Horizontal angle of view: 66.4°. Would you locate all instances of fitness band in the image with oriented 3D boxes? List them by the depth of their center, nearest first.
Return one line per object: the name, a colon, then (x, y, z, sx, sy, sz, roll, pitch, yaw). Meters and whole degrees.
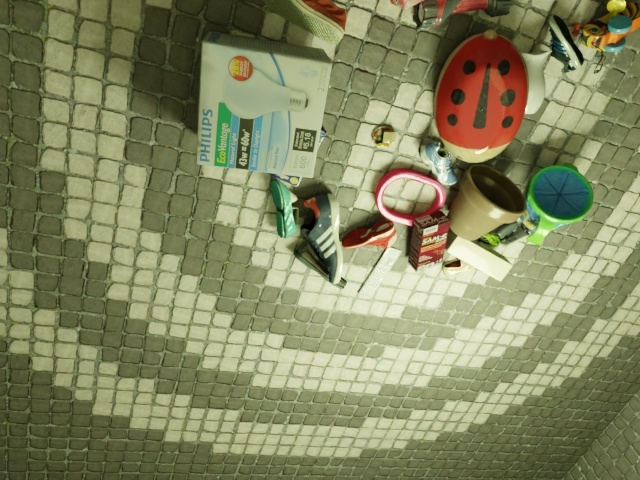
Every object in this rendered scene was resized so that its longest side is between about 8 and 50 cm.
fitness band: (0.344, -0.164, 1.881, 0.290, 0.054, 0.209, 14, 117, -22)

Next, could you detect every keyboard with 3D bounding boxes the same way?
keyboard: (0.251, 0.137, 2.073, 0.072, 0.014, 0.256, 19, 116, -23)

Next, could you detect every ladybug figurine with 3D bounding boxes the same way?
ladybug figurine: (0.531, -0.457, 1.629, 0.304, 0.162, 0.450, 3, 123, 14)

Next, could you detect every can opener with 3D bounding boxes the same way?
can opener: (0.873, -0.067, 2.048, 0.283, 0.076, 0.095, -28, 124, 4)

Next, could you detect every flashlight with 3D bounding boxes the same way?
flashlight: (0.445, -0.725, 1.525, 0.303, 0.103, 0.103, -9, 149, -8)

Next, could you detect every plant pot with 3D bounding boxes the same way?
plant pot: (0.605, -0.124, 1.871, 0.262, 0.263, 0.229, 15, 135, -21)

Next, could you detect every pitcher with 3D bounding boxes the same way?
pitcher: (0.687, -0.547, 1.685, 0.177, 0.125, 0.207, 2, 111, 0)

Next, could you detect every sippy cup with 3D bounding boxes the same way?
sippy cup: (0.889, -0.138, 1.900, 0.305, 0.240, 0.224, -25, 160, -7)

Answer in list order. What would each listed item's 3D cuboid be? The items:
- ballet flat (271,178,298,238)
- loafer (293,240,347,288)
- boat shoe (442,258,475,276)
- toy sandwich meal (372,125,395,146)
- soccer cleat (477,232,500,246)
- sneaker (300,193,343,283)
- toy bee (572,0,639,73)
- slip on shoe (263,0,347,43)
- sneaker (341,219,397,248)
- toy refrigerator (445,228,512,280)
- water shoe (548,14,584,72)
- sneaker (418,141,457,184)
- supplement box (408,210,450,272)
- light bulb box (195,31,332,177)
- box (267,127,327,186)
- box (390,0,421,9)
ballet flat: (-0.125, -0.125, 1.795, 0.087, 0.083, 0.248, -24, 128, -27)
loafer: (0.017, 0.100, 1.953, 0.267, 0.096, 0.084, 36, 96, -25)
boat shoe: (0.606, 0.100, 2.100, 0.170, 0.063, 0.059, -23, 130, 3)
toy sandwich meal: (0.226, -0.366, 1.740, 0.085, 0.029, 0.086, -6, 123, -9)
soccer cleat: (0.667, -0.026, 2.039, 0.178, 0.060, 0.072, 34, 152, -15)
sneaker: (0.000, 0.000, 1.847, 0.148, 0.131, 0.350, -7, 103, -5)
toy bee: (0.942, -0.707, 1.628, 0.298, 0.162, 0.195, -32, 147, -29)
slip on shoe: (-0.064, -0.706, 1.427, 0.331, 0.123, 0.101, 26, 81, -20)
sneaker: (0.203, 0.009, 1.941, 0.221, 0.087, 0.128, -18, 138, 17)
toy refrigerator: (0.645, 0.052, 2.014, 0.269, 0.102, 0.094, 28, 109, -9)
water shoe: (0.809, -0.660, 1.659, 0.203, 0.073, 0.080, 53, 143, -12)
sneaker: (0.449, -0.280, 1.802, 0.081, 0.080, 0.211, -22, 133, 40)
supplement box: (0.433, 0.008, 1.962, 0.130, 0.073, 0.240, -18, 134, -17)
light bulb box: (-0.180, -0.409, 1.483, 0.360, 0.225, 0.358, 5, 118, -10)
box: (-0.090, -0.310, 1.700, 0.136, 0.036, 0.225, 22, 113, -23)
box: (0.333, -0.816, 1.414, 0.299, 0.142, 0.154, -27, 124, 5)
